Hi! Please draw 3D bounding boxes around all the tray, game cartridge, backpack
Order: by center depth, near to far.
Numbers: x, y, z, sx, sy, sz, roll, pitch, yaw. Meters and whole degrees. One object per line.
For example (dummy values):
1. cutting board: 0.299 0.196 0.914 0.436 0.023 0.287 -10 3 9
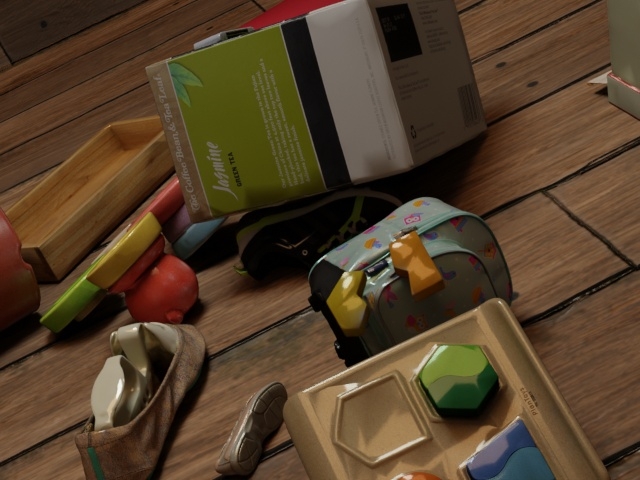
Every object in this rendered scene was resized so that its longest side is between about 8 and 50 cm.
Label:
1. backpack: 0.106 0.052 1.251 0.188 0.166 0.144 -38 25 -22
2. game cartridge: -0.132 -0.270 1.646 0.056 0.017 0.083 -21 3 34
3. tray: -0.393 -0.075 2.052 0.203 0.076 0.411 -3 34 38

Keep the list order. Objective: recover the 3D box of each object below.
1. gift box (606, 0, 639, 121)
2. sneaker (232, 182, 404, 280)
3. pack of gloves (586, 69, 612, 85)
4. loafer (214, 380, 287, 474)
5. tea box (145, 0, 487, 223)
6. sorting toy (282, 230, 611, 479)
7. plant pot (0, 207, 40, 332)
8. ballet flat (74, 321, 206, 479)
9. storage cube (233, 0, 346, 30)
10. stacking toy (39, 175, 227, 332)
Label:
1. gift box: 0.477 -0.216 1.347 0.255 0.258 0.276 -29 45 -12
2. sneaker: 0.000 0.000 1.584 0.235 0.084 0.097 -15 61 12
3. pack of gloves: 0.504 -0.239 1.623 0.232 0.046 0.195 -27 14 -12
4. loafer: -0.075 0.197 1.286 0.039 0.045 0.125 -16 29 34
5. tea box: 0.005 -0.186 1.625 0.324 0.220 0.329 -12 7 27
6. sorting toy: 0.083 0.140 1.073 0.229 0.041 0.307 -27 59 0
7. plant pot: -0.564 0.068 1.741 0.265 0.272 0.272 -28 24 -24
8. ballet flat: -0.205 0.159 1.397 0.108 0.106 0.316 -18 26 14
9. storage cube: -0.030 -0.283 1.994 0.193 0.183 0.215 -35 27 -21
10. stacking toy: -0.235 0.040 1.712 0.279 0.130 0.309 -40 10 37
